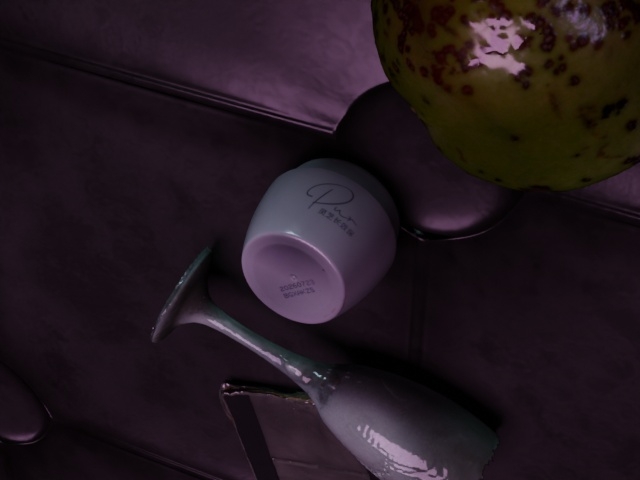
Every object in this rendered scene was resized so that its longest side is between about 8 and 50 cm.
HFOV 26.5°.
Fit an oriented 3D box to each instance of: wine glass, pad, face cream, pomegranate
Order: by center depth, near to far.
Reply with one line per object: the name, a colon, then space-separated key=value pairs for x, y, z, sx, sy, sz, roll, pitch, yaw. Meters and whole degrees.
pomegranate: x=0.152 y=-0.150 z=0.813 sx=0.248 sy=0.214 sz=0.214 roll=-41 pitch=102 yaw=12
face cream: x=0.000 y=0.000 z=1.080 sx=0.117 sy=0.104 sz=0.117 roll=16 pitch=132 yaw=19
wine glass: x=-0.036 y=0.198 z=1.213 sx=0.309 sy=0.096 sz=0.264 roll=32 pitch=102 yaw=3
pad: x=0.003 y=0.234 z=1.345 sx=0.174 sy=0.022 sz=0.233 roll=2 pitch=129 yaw=29
